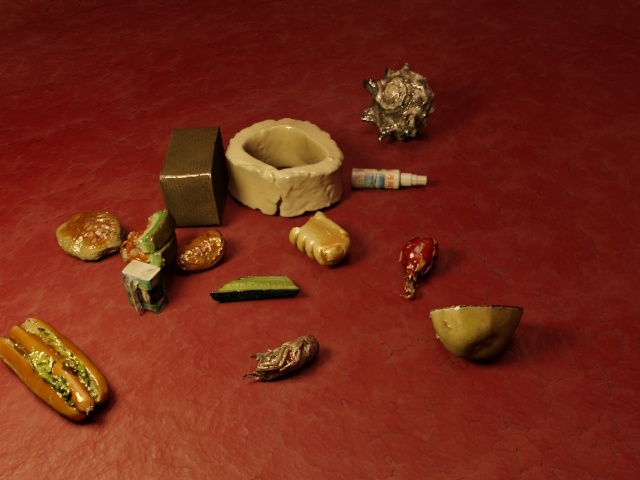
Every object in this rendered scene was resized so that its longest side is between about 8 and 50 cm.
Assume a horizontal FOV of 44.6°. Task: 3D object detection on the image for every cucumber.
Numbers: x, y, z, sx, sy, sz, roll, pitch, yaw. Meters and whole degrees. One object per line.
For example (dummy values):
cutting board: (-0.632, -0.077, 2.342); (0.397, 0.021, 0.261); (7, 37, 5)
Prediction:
cucumber: (-0.161, 0.118, 1.914); (0.220, 0.046, 0.070); (-2, 37, -3)

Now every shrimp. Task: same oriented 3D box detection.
shrimp: (-0.088, 0.263, 1.715); (0.190, 0.075, 0.073); (-25, 76, -12)

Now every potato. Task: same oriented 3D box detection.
potato: (0.346, 0.206, 1.727); (0.202, 0.182, 0.117); (4, 74, -21)

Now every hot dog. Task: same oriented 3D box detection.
hot dog: (-0.578, 0.272, 1.691); (0.337, 0.100, 0.135); (30, 48, 34)
hot dog: (-0.313, 0.029, 2.011); (0.147, 0.065, 0.099); (-34, 48, -17)

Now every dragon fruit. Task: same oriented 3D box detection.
dragon fruit: (0.234, 0.061, 1.940); (0.094, 0.094, 0.190); (16, 54, 21)

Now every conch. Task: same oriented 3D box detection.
conch: (0.238, -0.441, 2.442); (0.186, 0.240, 0.313); (1, 24, -18)

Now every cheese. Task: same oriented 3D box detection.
cheese: (-0.099, -0.203, 2.223); (0.292, 0.153, 0.332); (-32, 46, -32)

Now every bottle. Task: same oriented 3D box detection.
bottle: (0.197, -0.179, 2.253); (0.217, 0.060, 0.060); (1, 39, 5)

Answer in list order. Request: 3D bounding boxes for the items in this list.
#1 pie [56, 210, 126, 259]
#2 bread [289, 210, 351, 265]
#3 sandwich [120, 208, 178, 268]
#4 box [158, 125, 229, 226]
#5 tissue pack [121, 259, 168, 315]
pie: (-0.610, -0.016, 2.071); (0.193, 0.079, 0.163); (16, 46, 22)
bread: (0.000, 0.000, 2.019); (0.119, 0.084, 0.177); (-28, 47, -27)
sandwich: (-0.437, 0.010, 1.945); (0.160, 0.109, 0.185); (-18, 20, 11)
box: (-0.346, -0.178, 2.176); (0.143, 0.184, 0.273); (-4, 38, 3)
tissue pack: (-0.426, 0.118, 1.869); (0.085, 0.111, 0.079); (15, 43, 21)
